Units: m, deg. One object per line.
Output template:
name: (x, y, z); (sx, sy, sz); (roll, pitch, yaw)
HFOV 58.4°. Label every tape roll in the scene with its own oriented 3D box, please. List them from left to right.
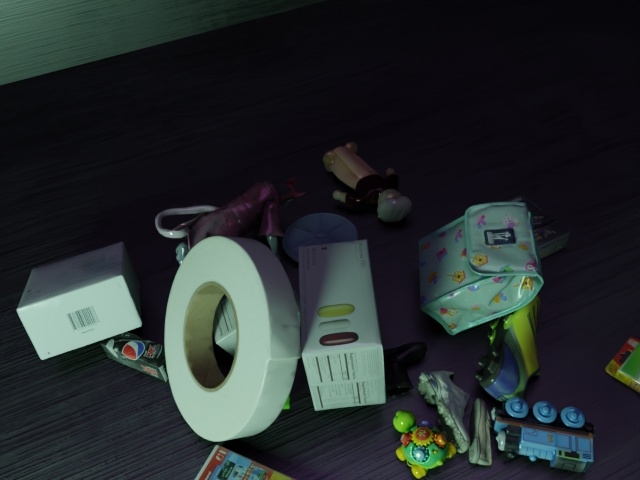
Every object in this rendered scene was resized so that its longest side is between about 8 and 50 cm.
tape roll: (-0.185, 0.184, 1.107); (0.072, 0.392, 0.392); (6, 31, -40)

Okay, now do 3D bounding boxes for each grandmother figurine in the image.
grandmother figurine: (0.132, -0.159, 1.617); (0.207, 0.104, 0.342); (-32, 45, -12)

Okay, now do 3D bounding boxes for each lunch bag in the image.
lunch bag: (0.350, 0.049, 1.248); (0.262, 0.160, 0.223); (-34, 32, 35)

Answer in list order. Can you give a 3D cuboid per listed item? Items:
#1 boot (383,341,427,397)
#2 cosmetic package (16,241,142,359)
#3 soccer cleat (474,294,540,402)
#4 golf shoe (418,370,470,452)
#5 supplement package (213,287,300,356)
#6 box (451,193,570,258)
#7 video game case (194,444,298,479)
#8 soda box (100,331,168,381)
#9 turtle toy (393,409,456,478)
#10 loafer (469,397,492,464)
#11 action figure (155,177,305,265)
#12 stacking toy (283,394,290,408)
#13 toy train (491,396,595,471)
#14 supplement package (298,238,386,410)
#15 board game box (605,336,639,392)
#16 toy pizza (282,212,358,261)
boot: (0.173, 0.269, 1.197); (0.121, 0.045, 0.099); (-13, 41, 4)
cosmetic package: (-0.545, 0.128, 1.326); (0.224, 0.138, 0.225); (-18, 23, -12)
soccer cleat: (0.416, 0.224, 1.204); (0.121, 0.093, 0.289); (39, 49, 1)
golf shoe: (0.261, 0.323, 1.118); (0.086, 0.069, 0.176); (-10, 44, -13)
supplement package: (-0.138, 0.165, 1.259); (0.179, 0.105, 0.105); (-34, 43, 5)
box: (0.475, -0.015, 1.449); (0.231, 0.056, 0.183); (-23, 46, -16)
video game case: (-0.116, 0.502, 1.004); (0.285, 0.025, 0.204); (15, 48, 21)
soda box: (-0.402, 0.252, 1.276); (0.168, 0.060, 0.053); (15, 48, 22)
turtle toy: (0.185, 0.371, 1.069); (0.095, 0.066, 0.130); (-27, 33, -19)
loafer: (0.307, 0.364, 1.088); (0.039, 0.045, 0.125); (17, 53, 0)
action figure: (-0.214, -0.071, 1.459); (0.370, 0.276, 0.248); (-35, 43, -9)
stacking toy: (0.006, 0.261, 1.228); (0.166, 0.052, 0.221); (-4, 45, 5)
toy train: (0.408, 0.356, 1.054); (0.184, 0.080, 0.105); (7, 51, 14)
supplement package: (0.042, 0.164, 1.137); (0.145, 0.204, 0.262); (-7, 45, 2)
board game box: (0.712, 0.286, 1.122); (0.124, 0.039, 0.259); (-35, 48, -28)
toy pizza: (0.000, 0.000, 1.512); (0.201, 0.032, 0.201); (-4, 42, 3)
